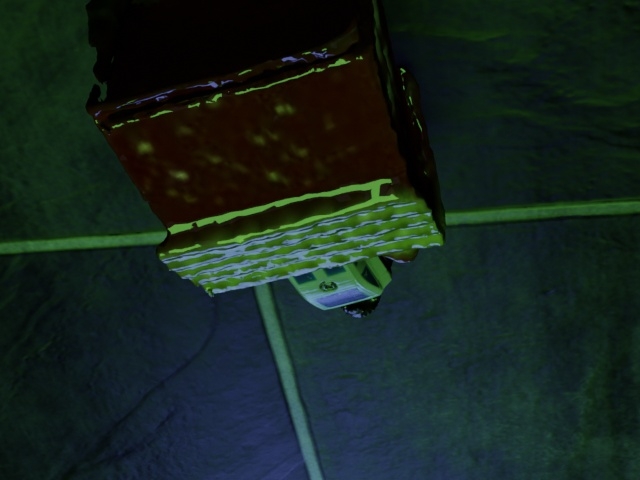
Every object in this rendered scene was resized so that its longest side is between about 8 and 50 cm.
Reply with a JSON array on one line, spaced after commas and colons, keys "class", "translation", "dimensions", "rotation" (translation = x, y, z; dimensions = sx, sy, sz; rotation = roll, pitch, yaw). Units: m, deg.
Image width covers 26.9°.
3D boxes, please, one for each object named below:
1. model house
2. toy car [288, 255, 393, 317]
[{"class": "model house", "translation": [-0.027, -0.065, 0.928], "dimensions": [0.196, 0.160, 0.254], "rotation": [-14, 129, 11]}, {"class": "toy car", "translation": [0.000, 0.000, 1.081], "dimensions": [0.080, 0.070, 0.170], "rotation": [-16, 133, 20]}]
